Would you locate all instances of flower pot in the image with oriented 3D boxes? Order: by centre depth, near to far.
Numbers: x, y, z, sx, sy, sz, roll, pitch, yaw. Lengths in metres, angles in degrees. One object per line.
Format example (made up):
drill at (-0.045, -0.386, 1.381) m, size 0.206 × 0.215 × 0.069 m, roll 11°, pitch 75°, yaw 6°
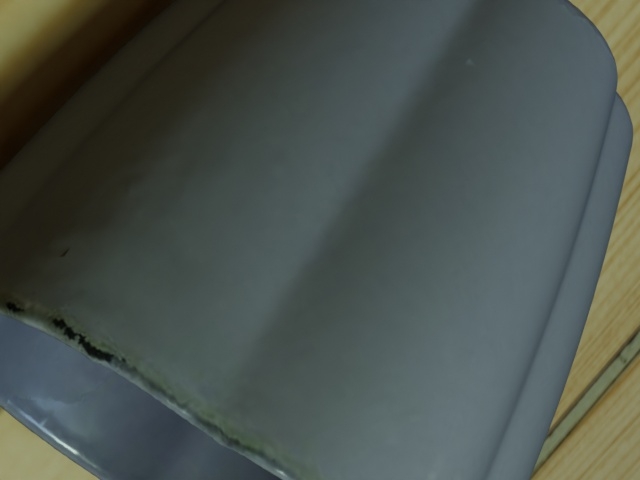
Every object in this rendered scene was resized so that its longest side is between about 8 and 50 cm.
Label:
flower pot at (0.000, 0.000, 0.809) m, size 0.243 × 0.265 × 0.265 m, roll -58°, pitch 150°, yaw -14°
